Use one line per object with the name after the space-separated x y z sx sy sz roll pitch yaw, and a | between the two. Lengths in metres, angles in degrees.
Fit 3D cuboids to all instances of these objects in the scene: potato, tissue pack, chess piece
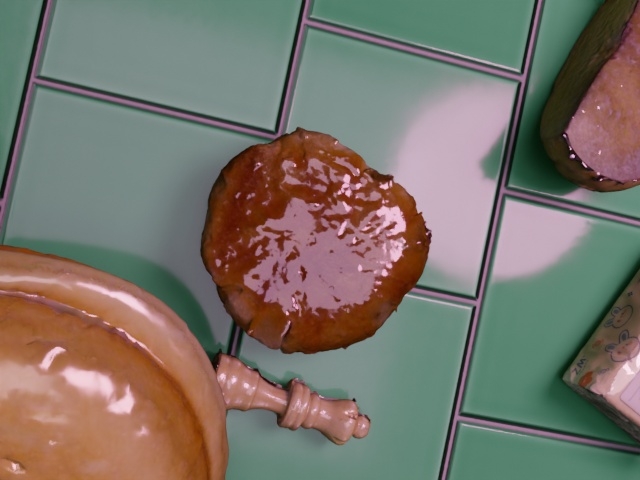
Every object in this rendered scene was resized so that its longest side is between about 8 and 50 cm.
0.323 -0.151 0.747 0.138 0.098 0.243 33 79 -11 | potato
0.377 0.120 0.758 0.148 0.092 0.196 39 83 -7 | tissue pack
-0.031 0.163 0.715 0.171 0.060 0.060 20 87 -11 | chess piece

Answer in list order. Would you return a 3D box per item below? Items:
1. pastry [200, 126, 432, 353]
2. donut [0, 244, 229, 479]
0.000 0.000 0.696 0.228 0.100 0.219 0 86 -4 | pastry
-0.292 0.192 0.567 0.448 0.198 0.449 -4 109 -12 | donut
